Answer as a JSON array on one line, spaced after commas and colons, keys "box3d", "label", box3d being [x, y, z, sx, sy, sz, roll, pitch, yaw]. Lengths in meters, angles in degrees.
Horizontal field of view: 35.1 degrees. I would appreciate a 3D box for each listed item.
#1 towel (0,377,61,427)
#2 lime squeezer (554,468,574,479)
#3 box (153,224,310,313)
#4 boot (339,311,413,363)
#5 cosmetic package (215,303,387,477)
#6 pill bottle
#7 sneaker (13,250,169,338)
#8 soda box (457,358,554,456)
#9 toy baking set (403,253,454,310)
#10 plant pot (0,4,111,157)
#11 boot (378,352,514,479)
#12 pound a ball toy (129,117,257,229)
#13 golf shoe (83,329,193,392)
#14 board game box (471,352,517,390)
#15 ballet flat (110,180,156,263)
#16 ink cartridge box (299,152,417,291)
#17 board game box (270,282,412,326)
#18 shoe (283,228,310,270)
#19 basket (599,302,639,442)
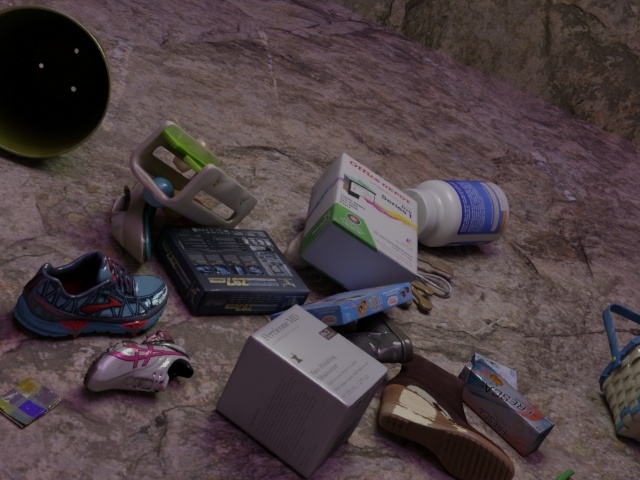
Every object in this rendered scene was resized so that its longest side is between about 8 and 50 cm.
[{"box3d": [-0.399, 0.219, 1.378, 0.060, 0.009, 0.083, 34, 28, 11], "label": "towel"}, {"box3d": [0.388, 0.444, 1.625, 0.109, 0.059, 0.310, 23, 27, -6], "label": "lime squeezer"}, {"box3d": [-0.158, 0.053, 1.814, 0.232, 0.059, 0.183, 2, 36, -40], "label": "box"}, {"box3d": [0.034, 0.179, 1.760, 0.208, 0.076, 0.189, -9, 13, -21], "label": "boot"}, {"box3d": [-0.028, 0.224, 1.534, 0.183, 0.151, 0.151, 34, 28, 14], "label": "cosmetic package"}, {"box3d": [0.290, -0.062, 2.294, 0.272, 0.152, 0.152, -1, 39, -43], "label": "pill bottle"}, {"box3d": [-0.331, 0.077, 1.554, 0.261, 0.125, 0.104, -7, 43, -46], "label": "sneaker"}, {"box3d": [0.324, 0.297, 1.810, 0.183, 0.063, 0.058, 42, 31, 26], "label": "soda box"}, {"box3d": [0.173, 0.070, 2.108, 0.196, 0.030, 0.256, 39, 32, 14], "label": "toy baking set"}, {"box3d": [-0.525, -0.322, 1.961, 0.274, 0.275, 0.293, 22, 13, -10], "label": "plant pot"}, {"box3d": [0.226, 0.290, 1.706, 0.248, 0.090, 0.207, 27, 30, 7], "label": "boot"}, {"box3d": [-0.255, -0.119, 1.865, 0.208, 0.136, 0.319, 46, 2, 17], "label": "pound a ball toy"}, {"box3d": [-0.262, 0.188, 1.486, 0.086, 0.068, 0.186, 41, 31, 22], "label": "golf shoe"}, {"box3d": [0.329, 0.261, 1.921, 0.090, 0.020, 0.090, 24, 28, -4], "label": "board game box"}, {"box3d": [-0.335, -0.035, 1.809, 0.086, 0.086, 0.248, 19, 27, -14], "label": "ballet flat"}, {"box3d": [0.082, -0.023, 1.995, 0.201, 0.117, 0.278, 33, 29, -14], "label": "ink cartridge box"}, {"box3d": [0.040, 0.118, 1.790, 0.211, 0.160, 0.039, -15, 92, -51], "label": "board game box"}, {"box3d": [0.000, 0.000, 2.040, 0.076, 0.058, 0.219, 34, 28, 12], "label": "shoe"}, {"box3d": [0.690, 0.271, 2.019, 0.254, 0.201, 0.289, 19, 38, -12], "label": "basket"}]
